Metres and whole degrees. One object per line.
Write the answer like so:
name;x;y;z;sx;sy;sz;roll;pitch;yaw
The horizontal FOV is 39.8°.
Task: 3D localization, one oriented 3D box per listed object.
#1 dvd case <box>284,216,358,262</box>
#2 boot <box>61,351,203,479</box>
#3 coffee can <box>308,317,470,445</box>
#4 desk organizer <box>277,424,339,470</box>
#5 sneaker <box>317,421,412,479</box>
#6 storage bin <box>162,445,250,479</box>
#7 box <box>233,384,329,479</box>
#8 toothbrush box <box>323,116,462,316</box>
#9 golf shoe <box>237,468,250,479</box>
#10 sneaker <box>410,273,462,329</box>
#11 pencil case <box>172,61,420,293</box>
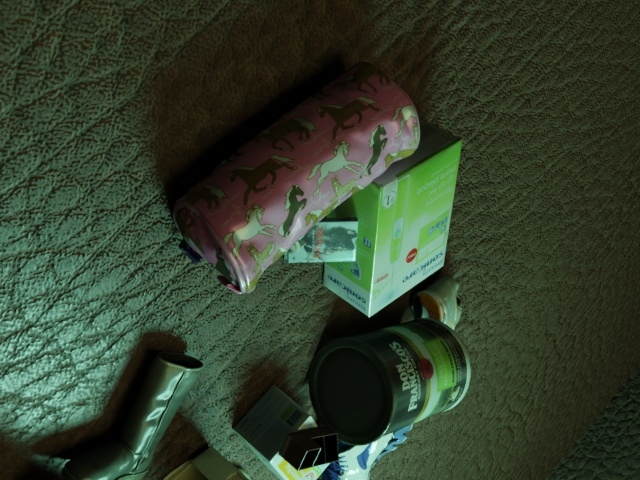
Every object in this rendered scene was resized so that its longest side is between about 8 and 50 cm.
dvd case;0.000;0.000;1.433;0.119;0.013;0.087;0;129;-3
boot;-0.275;0.267;1.320;0.209;0.076;0.189;-57;160;12
coffee can;0.140;0.269;1.740;0.275;0.201;0.202;-7;123;-50
desk organizer;-0.012;0.369;1.575;0.130;0.050;0.047;6;112;-54
sneaker;0.044;0.450;1.863;0.182;0.127;0.316;22;103;-46
storage bin;-0.148;0.538;1.543;0.123;0.262;0.260;-29;139;-36
box;-0.063;0.380;1.663;0.114;0.103;0.203;-47;146;-15
toothbrush box;0.120;-0.044;1.519;0.206;0.122;0.283;-30;141;-34
golf shoe;-0.138;0.500;1.688;0.069;0.086;0.176;-41;143;-19
sneaker;0.266;0.186;1.933;0.121;0.099;0.262;-39;145;-32
pencil case;-0.025;-0.094;1.257;0.386;0.160;0.167;-41;173;-23
